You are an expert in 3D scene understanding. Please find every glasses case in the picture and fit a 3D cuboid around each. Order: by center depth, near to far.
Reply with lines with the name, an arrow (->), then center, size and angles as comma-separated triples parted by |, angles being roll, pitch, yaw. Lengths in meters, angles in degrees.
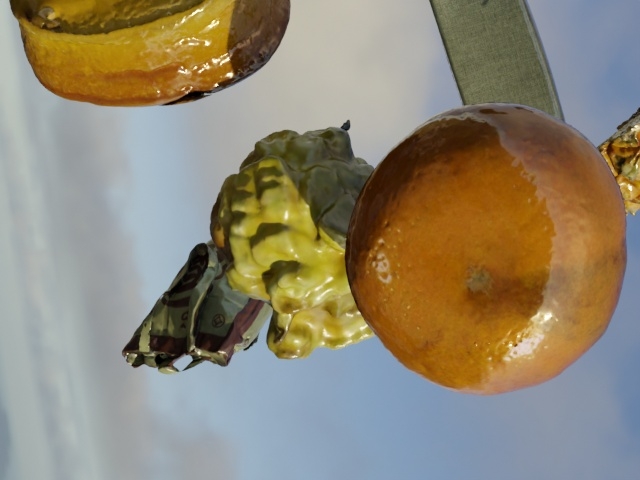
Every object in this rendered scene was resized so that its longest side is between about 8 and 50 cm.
glasses case -> 0.247, -0.220, 2.086 | 0.074, 0.131, 0.323 | -63, 134, -72

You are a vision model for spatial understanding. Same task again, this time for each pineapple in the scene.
pineapple -> 0.358, -0.056, 1.703 | 0.164, 0.139, 0.250 | 59, 4, -5

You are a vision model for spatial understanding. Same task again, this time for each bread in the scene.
bread -> -0.167, -0.228, 1.504 | 0.143, 0.269, 0.195 | 67, 21, -53

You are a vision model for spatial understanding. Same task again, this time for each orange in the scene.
orange -> 0.139, 0.006, 1.269 | 0.171, 0.240, 0.240 | -15, 97, -72

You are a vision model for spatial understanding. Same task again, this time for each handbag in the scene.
handbag -> -0.125, 0.063, 1.958 | 0.213, 0.235, 0.127 | -10, -56, 49

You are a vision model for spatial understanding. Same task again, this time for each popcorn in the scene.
popcorn -> -0.002, -0.001, 1.468 | 0.218, 0.169, 0.189 | 36, 32, -47
